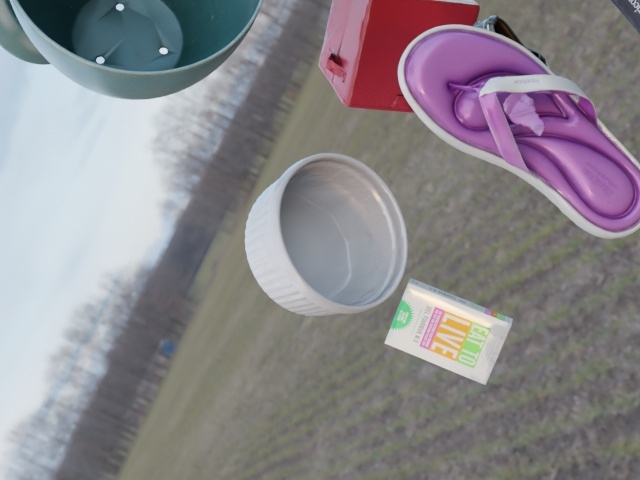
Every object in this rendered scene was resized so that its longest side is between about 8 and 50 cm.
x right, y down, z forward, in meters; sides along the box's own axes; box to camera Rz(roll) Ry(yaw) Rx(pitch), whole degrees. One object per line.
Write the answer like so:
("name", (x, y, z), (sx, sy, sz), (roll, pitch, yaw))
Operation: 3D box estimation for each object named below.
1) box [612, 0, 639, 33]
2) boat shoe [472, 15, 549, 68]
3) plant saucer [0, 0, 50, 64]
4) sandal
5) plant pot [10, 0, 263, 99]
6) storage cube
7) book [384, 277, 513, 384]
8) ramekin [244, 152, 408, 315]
("box", (0.521, -0.522, 1.688), (0.179, 0.343, 0.312), (-12, -27, -52))
("boat shoe", (0.310, -0.247, 1.737), (0.079, 0.233, 0.084), (-30, 28, 41))
("plant saucer", (-0.493, -0.477, 2.063), (0.318, 0.044, 0.317), (-11, -77, -53))
("sandal", (0.299, -0.158, 1.550), (0.169, 0.416, 0.102), (-59, 11, -7))
("plant pot", (-0.220, -0.281, 1.342), (0.195, 0.290, 0.290), (123, 171, -68))
("storage cube", (0.122, -0.334, 1.876), (0.183, 0.215, 0.193), (-116, 34, -56))
("book", (0.168, 0.118, 1.508), (0.035, 0.144, 0.096), (-58, -12, -64))
("ramekin", (0.000, 0.000, 1.471), (0.109, 0.207, 0.207), (-23, 37, 50))
